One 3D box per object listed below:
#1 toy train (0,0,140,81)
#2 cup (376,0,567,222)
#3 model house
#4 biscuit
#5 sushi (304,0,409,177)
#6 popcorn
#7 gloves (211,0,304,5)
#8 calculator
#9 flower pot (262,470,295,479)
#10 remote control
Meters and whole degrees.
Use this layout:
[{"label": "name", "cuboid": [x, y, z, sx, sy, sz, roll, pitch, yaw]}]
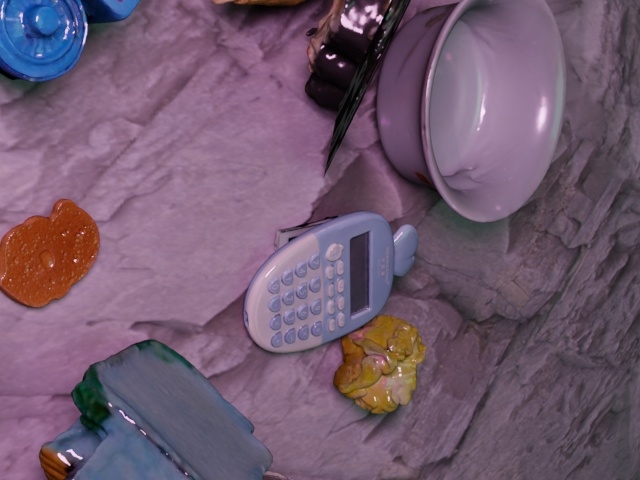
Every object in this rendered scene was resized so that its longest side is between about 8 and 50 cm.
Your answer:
[{"label": "toy train", "cuboid": [-0.303, -0.296, 0.880, 0.300, 0.188, 0.265, 45, 63, -40]}, {"label": "cup", "cuboid": [0.204, -0.209, 1.413, 0.347, 0.163, 0.347, -15, 111, -43]}, {"label": "model house", "cuboid": [-0.223, 0.287, 1.082, 0.249, 0.230, 0.280, -47, 175, 7]}, {"label": "biscuit", "cuboid": [-0.303, 0.016, 1.060, 0.130, 0.019, 0.102, -44, 127, -30]}, {"label": "sushi", "cuboid": [0.030, -0.262, 1.192, 0.296, 0.100, 0.373, -64, 178, -7]}, {"label": "popcorn", "cuboid": [0.089, 0.181, 1.417, 0.126, 0.126, 0.145, 33, 100, -36]}, {"label": "gloves", "cuboid": [-0.065, -0.376, 1.114, 0.356, 0.155, 0.203, -19, 122, -61]}, {"label": "calculator", "cuboid": [0.021, 0.055, 1.348, 0.302, 0.042, 0.188, -23, 125, -34]}, {"label": "flower pot", "cuboid": [-0.086, 0.437, 1.258, 0.235, 0.235, 0.140, -40, 147, -32]}, {"label": "remote control", "cuboid": [0.000, 0.000, 1.353, 0.166, 0.029, 0.065, -14, 119, -39]}]
